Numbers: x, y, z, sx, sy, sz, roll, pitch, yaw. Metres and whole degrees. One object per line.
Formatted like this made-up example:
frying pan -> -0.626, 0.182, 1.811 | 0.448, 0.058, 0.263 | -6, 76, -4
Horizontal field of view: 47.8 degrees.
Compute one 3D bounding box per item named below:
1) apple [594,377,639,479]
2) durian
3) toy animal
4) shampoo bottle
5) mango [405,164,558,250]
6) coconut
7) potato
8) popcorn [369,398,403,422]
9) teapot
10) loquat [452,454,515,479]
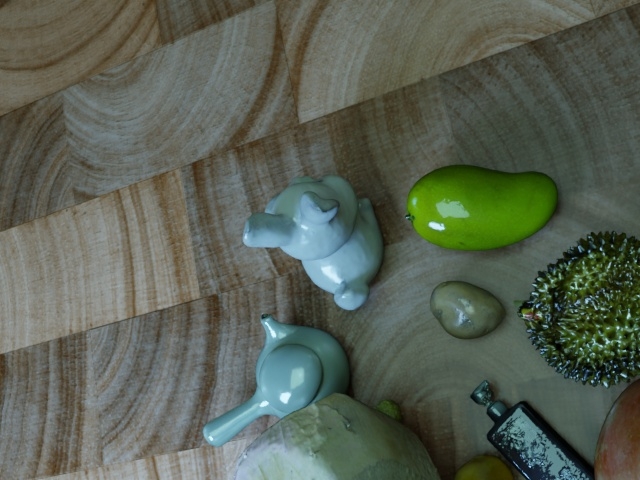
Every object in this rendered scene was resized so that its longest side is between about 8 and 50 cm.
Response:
apple -> 0.598, 0.348, 1.138 | 0.318, 0.319, 0.277 | 8, 57, 24
durian -> 0.489, 0.126, 1.260 | 0.293, 0.258, 0.258 | -45, 67, 28
toy animal -> -0.001, -0.008, 1.422 | 0.196, 0.367, 0.241 | -25, 61, 15
shampoo bottle -> 0.400, 0.390, 1.338 | 0.309, 0.071, 0.098 | 46, 106, 24
mango -> 0.313, -0.067, 1.415 | 0.292, 0.143, 0.175 | -3, 74, 12
coconut -> 0.023, 0.468, 1.320 | 0.404, 0.404, 0.405 | -4, 80, 23
potato -> 0.282, 0.136, 1.412 | 0.147, 0.112, 0.112 | 21, 90, 32
popcorn -> 0.126, 0.354, 1.467 | 0.083, 0.060, 0.068 | 2, 43, 15
teapot -> -0.079, 0.326, 1.508 | 0.219, 0.149, 0.319 | 28, 92, 26
loquat -> 0.310, 0.467, 1.335 | 0.113, 0.137, 0.137 | -35, 69, 29
